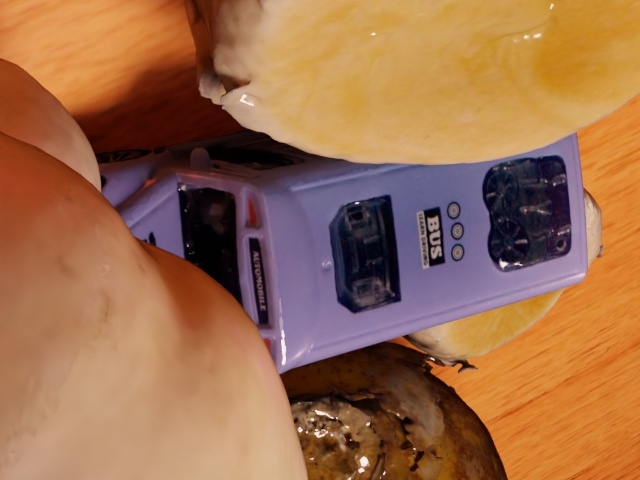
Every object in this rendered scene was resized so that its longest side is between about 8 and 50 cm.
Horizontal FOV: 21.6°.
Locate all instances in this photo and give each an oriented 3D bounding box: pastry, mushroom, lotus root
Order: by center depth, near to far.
[{"bbox_3d":[-0.167,0.097,0.629,0.353,0.325,0.353,-33,177,-2],"label":"mushroom"},{"bbox_3d":[0.058,-0.139,0.762,0.264,0.133,0.265,-11,154,-5],"label":"pastry"},{"bbox_3d":[0.103,0.008,1.086,0.166,0.088,0.166,-27,148,-19],"label":"pastry"},{"bbox_3d":[0.032,0.171,1.102,0.179,0.196,0.397,-24,161,6],"label":"lotus root"}]

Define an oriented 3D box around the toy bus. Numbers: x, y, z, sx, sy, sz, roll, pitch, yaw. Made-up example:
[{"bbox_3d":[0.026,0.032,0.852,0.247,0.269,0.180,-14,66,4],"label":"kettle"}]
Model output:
[{"bbox_3d":[0.000,0.000,0.886,0.292,0.133,0.125,-13,102,-34],"label":"toy bus"}]
